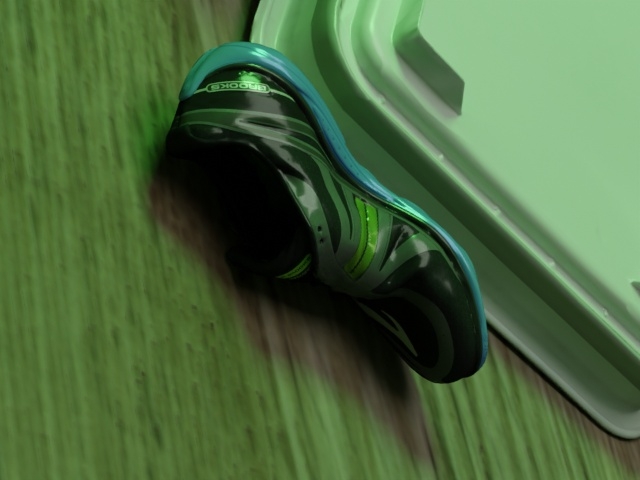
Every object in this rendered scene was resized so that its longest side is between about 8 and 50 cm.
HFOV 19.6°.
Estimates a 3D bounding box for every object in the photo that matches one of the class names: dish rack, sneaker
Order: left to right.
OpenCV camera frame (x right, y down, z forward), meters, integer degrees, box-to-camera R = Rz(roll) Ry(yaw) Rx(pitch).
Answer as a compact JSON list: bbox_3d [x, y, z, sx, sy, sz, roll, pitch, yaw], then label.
[{"bbox_3d":[0.000,0.000,0.811,0.188,0.067,0.078,47,53,-21],"label":"sneaker"},{"bbox_3d":[0.120,-0.085,1.002,0.333,0.072,0.286,42,42,-27],"label":"dish rack"}]
